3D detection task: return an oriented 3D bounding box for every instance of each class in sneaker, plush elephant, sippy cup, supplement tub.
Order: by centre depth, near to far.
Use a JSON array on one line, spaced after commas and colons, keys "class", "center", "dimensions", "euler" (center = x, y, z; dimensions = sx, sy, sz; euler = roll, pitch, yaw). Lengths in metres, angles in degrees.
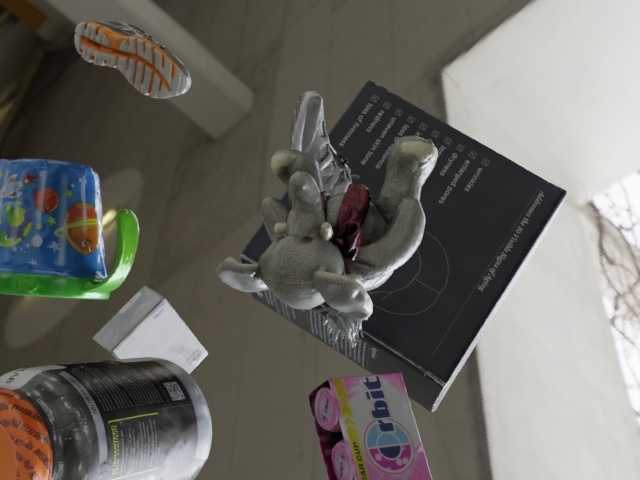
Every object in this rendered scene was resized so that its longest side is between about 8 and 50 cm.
[{"class": "supplement tub", "center": [-0.313, 0.262, 1.247], "dimensions": [0.207, 0.338, 0.207], "euler": [-2, -95, 27]}, {"class": "plush elephant", "center": [0.000, 0.000, 1.390], "dimensions": [0.272, 0.255, 0.329], "euler": [5, -88, 24]}, {"class": "sneaker", "center": [-0.282, -0.293, 1.492], "dimensions": [0.083, 0.215, 0.084], "euler": [-33, 148, -52]}, {"class": "sippy cup", "center": [-0.462, -0.019, 1.595], "dimensions": [0.240, 0.306, 0.224], "euler": [169, -75, -76]}, {"class": "sneaker", "center": [0.008, -0.127, 1.652], "dimensions": [0.115, 0.281, 0.105], "euler": [-4, -150, 1]}]

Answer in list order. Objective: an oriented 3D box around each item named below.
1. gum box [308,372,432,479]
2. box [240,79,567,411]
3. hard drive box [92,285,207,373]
[{"class": "gum box", "center": [0.065, 0.261, 1.156], "dimensions": [0.062, 0.107, 0.188], "euler": [-48, -130, 49]}, {"class": "box", "center": [0.168, 0.013, 1.980], "dimensions": [0.479, 0.472, 0.297], "euler": [-54, 166, -16]}, {"class": "hard drive box", "center": [-0.409, 0.256, 2.321], "dimensions": [0.089, 0.232, 0.181], "euler": [25, -117, 43]}]
